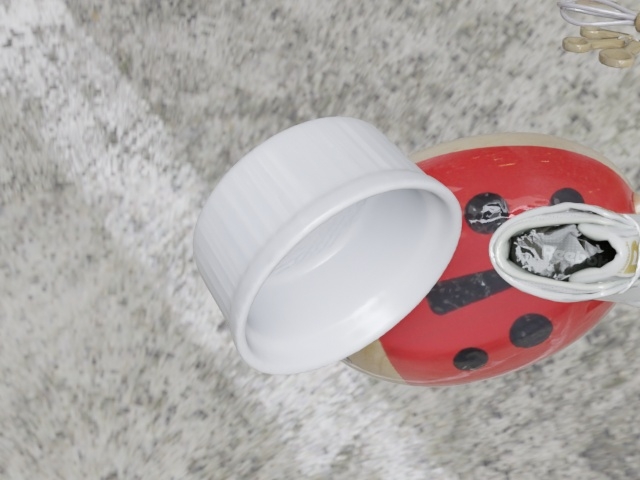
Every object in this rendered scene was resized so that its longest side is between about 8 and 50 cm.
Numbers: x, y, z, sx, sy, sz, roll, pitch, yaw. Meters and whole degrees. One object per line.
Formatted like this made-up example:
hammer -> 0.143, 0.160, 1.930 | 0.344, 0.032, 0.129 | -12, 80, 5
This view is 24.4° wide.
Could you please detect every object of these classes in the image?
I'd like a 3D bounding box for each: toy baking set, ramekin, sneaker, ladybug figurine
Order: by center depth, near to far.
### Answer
sneaker -> 0.292, 0.023, 1.283 | 0.293, 0.169, 0.108 | 3, 93, 16
toy baking set -> 0.346, -0.222, 1.534 | 0.197, 0.256, 0.030 | 6, 115, 3
ramekin -> 0.000, 0.000, 1.563 | 0.277, 0.277, 0.135 | -29, 58, -13
ladybug figurine -> 0.188, 0.033, 1.799 | 0.449, 0.162, 0.305 | -22, 101, 10
